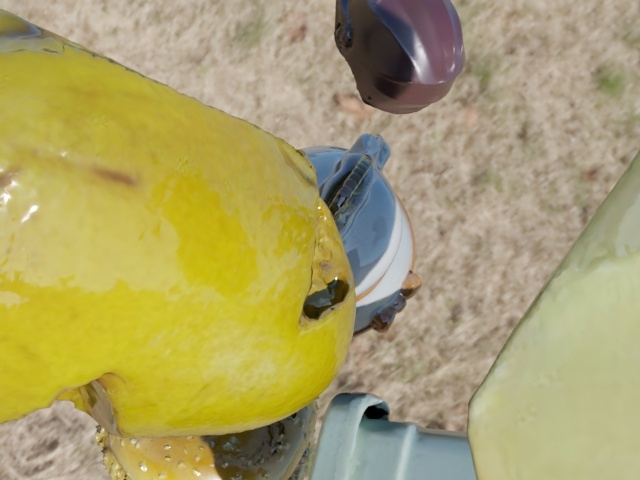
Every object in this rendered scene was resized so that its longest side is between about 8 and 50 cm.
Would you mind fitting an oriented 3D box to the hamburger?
[{"bbox_3d":[-0.101,0.159,0.938,0.191,0.118,0.182,24,41,17],"label":"hamburger"}]

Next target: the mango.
[{"bbox_3d":[-0.087,0.006,0.428,0.262,0.167,0.130,18,21,-36],"label":"mango"}]

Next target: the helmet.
[{"bbox_3d":[0.068,-0.162,0.847,0.098,0.070,0.123,-23,100,-27],"label":"helmet"}]

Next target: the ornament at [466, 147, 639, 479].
[{"bbox_3d":[0.136,0.032,0.341,0.059,0.201,0.180,1,76,-54],"label":"ornament"}]

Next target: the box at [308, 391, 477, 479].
[{"bbox_3d":[0.112,0.231,0.599,0.175,0.182,0.312,-73,152,-43],"label":"box"}]

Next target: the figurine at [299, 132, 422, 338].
[{"bbox_3d":[0.008,0.006,0.719,0.143,0.271,0.143,1,85,-15],"label":"figurine"}]
